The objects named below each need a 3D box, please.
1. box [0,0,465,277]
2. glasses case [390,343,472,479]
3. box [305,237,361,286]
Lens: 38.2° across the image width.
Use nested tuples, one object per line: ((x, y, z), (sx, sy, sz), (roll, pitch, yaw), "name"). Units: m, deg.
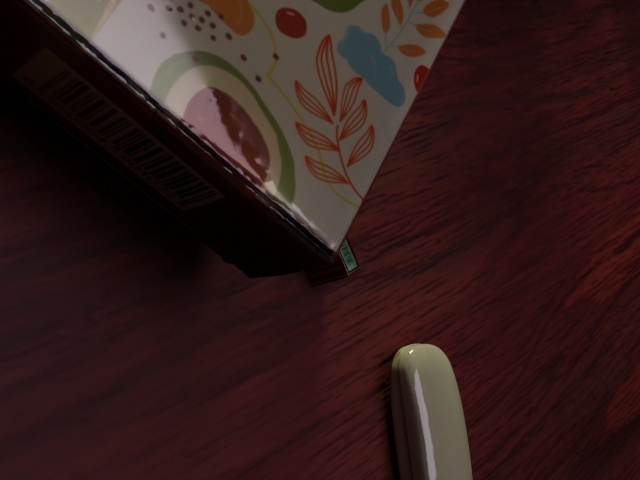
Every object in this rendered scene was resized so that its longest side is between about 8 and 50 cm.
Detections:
((-0.064, -0.225, 0.737), (0.344, 0.122, 0.385), (41, 62, -26), "box")
((0.113, 0.206, 0.937), (0.081, 0.051, 0.204), (7, 71, -43), "glasses case")
((0.000, 0.000, 0.892), (0.023, 0.051, 0.082), (-29, 99, -48), "box")
